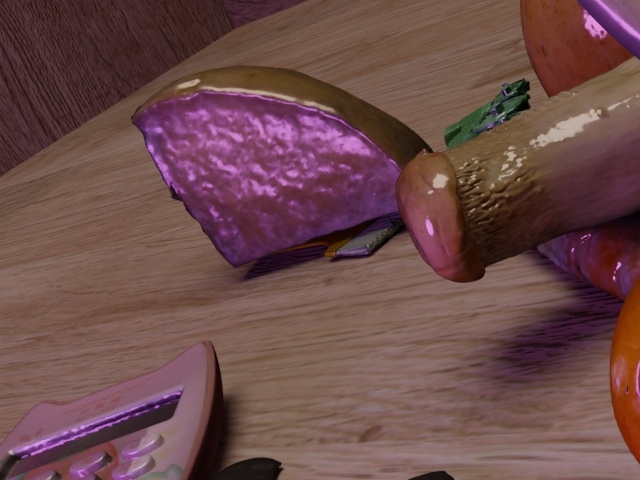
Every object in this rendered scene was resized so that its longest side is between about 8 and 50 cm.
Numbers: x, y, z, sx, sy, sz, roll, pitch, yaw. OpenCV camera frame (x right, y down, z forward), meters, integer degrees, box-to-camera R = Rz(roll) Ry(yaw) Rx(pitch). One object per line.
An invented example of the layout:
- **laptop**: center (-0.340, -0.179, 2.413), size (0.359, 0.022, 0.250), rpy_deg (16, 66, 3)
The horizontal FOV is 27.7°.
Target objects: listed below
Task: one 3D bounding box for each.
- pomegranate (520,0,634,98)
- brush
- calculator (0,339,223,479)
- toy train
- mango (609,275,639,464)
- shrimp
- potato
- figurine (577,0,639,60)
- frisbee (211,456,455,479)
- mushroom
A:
- **pomegranate**: center (0.278, -0.201, 1.045), size (0.260, 0.260, 0.260), rpy_deg (-24, 16, 7)
- **brush**: center (0.000, 0.000, 1.256), size (0.205, 0.011, 0.083), rpy_deg (-9, 22, 48)
- **calculator**: center (-0.171, 0.186, 0.877), size (0.220, 0.048, 0.330), rpy_deg (-20, 19, 17)
- **toy train**: center (0.158, -0.085, 1.173), size (0.104, 0.071, 0.178), rpy_deg (-29, 13, 19)
- **mango**: center (0.223, 0.031, 0.589), size (0.252, 0.126, 0.154), rpy_deg (-30, -6, -46)
- **shrimp**: center (0.227, -0.025, 0.893), size (0.164, 0.062, 0.317), rpy_deg (-26, 19, -15)
- **potato**: center (-0.008, -0.111, 1.266), size (0.264, 0.189, 0.211), rpy_deg (-17, 13, 33)
- **figurine**: center (0.277, -0.117, 0.439), size (0.361, 0.378, 0.266), rpy_deg (-33, -15, -45)
- **frisbee**: center (-0.034, 0.179, 0.730), size (0.211, 0.012, 0.187), rpy_deg (-8, 24, 46)
- **mushroom**: center (0.202, -0.074, 0.828), size (0.351, 0.095, 0.123), rpy_deg (-24, 6, -17)
